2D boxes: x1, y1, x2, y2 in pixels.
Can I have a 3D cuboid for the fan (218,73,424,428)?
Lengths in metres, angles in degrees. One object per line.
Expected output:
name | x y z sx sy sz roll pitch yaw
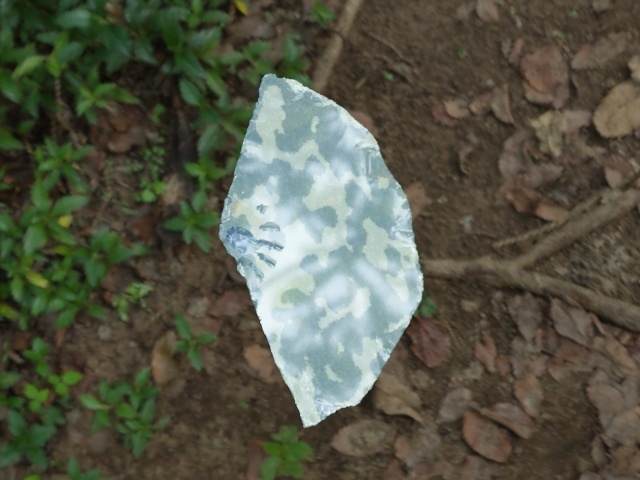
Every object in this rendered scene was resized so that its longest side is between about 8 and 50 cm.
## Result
fan | 0.000 0.000 0.680 0.131 0.009 0.240 0 66 -16
